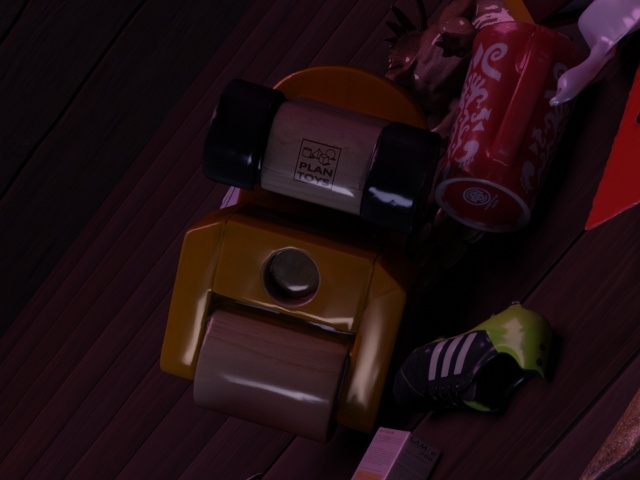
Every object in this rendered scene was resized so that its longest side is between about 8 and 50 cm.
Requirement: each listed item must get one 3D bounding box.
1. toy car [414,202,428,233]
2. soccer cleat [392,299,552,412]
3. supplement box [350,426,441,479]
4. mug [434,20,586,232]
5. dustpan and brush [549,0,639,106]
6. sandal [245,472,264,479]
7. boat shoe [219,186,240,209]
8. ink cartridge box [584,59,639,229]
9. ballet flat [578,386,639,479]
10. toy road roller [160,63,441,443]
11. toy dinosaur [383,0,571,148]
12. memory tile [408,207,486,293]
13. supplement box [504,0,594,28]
[{"bbox_3d":[0.023,-0.007,1.539,0.182,0.159,0.136,-163,70,-73],"label":"toy car"},{"bbox_3d":[0.117,0.111,1.169,0.179,0.060,0.072,-36,33,44],"label":"soccer cleat"},{"bbox_3d":[0.052,0.207,1.197,0.098,0.036,0.062,-60,17,-13],"label":"supplement box"},{"bbox_3d":[0.165,-0.111,1.315,0.113,0.150,0.169,8,62,27],"label":"mug"},{"bbox_3d":[0.261,-0.187,1.272,0.211,0.060,0.147,-33,-7,-25],"label":"dustpan and brush"},{"bbox_3d":[-0.057,0.259,1.327,0.265,0.076,0.102,-27,33,58],"label":"sandal"},{"bbox_3d":[-0.083,-0.053,1.960,0.267,0.096,0.088,-62,21,6],"label":"boat shoe"},{"bbox_3d":[0.331,-0.210,1.052,0.385,0.091,0.308,-39,14,40],"label":"ink cartridge box"},{"bbox_3d":[0.199,0.146,0.816,0.348,0.123,0.123,-56,17,1],"label":"ballet flat"},{"bbox_3d":[0.000,0.000,1.349,0.240,0.203,0.329,-42,-33,-73],"label":"toy road roller"},{"bbox_3d":[0.149,-0.215,1.588,0.296,0.127,0.200,-29,24,45],"label":"toy dinosaur"},{"bbox_3d":[0.139,-0.021,1.424,0.148,0.012,0.113,-48,18,24],"label":"memory tile"},{"bbox_3d":[0.245,-0.330,1.344,0.129,0.191,0.194,-19,-11,-42],"label":"supplement box"}]
